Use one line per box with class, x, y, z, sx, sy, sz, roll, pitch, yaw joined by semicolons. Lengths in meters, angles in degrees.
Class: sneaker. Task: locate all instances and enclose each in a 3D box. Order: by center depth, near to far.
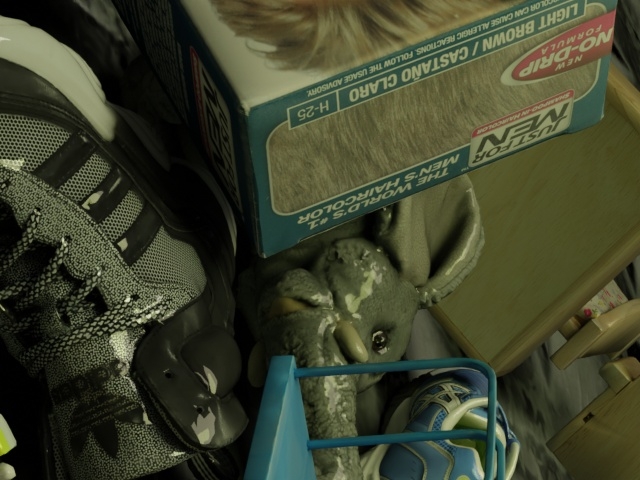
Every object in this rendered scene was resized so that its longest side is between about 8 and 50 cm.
sneaker;-0.104;0.018;0.716;0.268;0.101;0.153;34;35;-56
sneaker;0.079;0.121;1.048;0.080;0.081;0.211;61;21;-8

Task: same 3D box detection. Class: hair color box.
hair color box;-0.026;-0.174;0.842;0.347;0.174;0.105;59;-16;33

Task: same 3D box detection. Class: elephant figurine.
elephant figurine;0.000;0.000;0.947;0.169;0.186;0.239;14;-54;63

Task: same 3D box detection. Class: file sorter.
file sorter;0.033;0.149;0.807;0.118;0.104;0.170;-79;162;-61

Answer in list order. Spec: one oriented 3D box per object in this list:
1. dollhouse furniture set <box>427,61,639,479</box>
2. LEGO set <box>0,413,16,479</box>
dollhouse furniture set;0.200;-0.004;1.200;0.303;0.174;0.355;50;18;15
LEGO set;-0.119;0.077;0.618;0.287;0.107;0.132;54;25;-25
